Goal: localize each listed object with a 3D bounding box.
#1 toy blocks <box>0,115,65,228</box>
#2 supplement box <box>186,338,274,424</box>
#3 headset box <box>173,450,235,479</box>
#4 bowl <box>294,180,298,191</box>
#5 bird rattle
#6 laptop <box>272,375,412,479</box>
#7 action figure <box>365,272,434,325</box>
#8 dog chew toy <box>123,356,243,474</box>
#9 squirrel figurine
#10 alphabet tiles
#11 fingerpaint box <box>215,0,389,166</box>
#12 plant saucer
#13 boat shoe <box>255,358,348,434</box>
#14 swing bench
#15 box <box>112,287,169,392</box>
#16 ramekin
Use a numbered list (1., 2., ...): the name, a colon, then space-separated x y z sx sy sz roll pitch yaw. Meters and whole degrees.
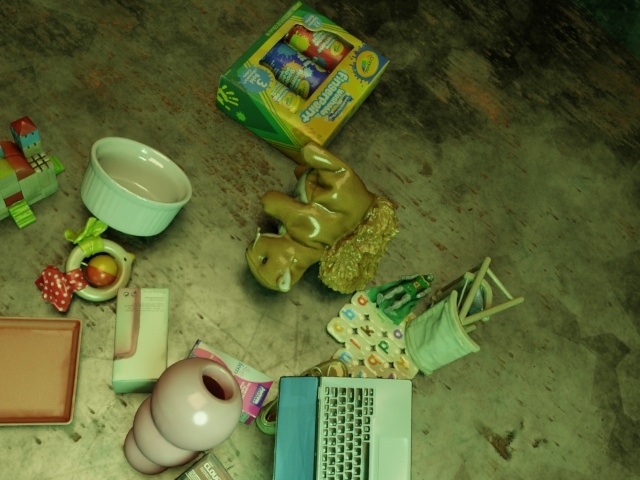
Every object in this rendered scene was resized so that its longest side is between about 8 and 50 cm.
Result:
1. toy blocks: -0.823 -0.154 1.575 0.381 0.261 0.190 -36 79 -27
2. supplement box: -0.244 0.358 1.589 0.220 0.114 0.111 28 60 -4
3. headset box: -0.313 0.593 1.396 0.293 0.218 0.110 -36 81 -28
4. bowl: 0.011 -0.161 1.927 0.170 0.080 0.170 6 64 -13
5. bird rattle: -0.591 0.072 1.619 0.207 0.143 0.253 26 63 -22
6. laptop: 0.068 0.518 1.489 0.408 0.236 0.381 5 79 -14
7. action figure: 0.257 0.147 1.852 0.232 0.063 0.137 -24 68 -40
8. dog chew toy: -0.329 0.415 1.438 0.207 0.332 0.206 37 25 -20
9. squirrel figurine: 0.000 0.000 1.723 0.397 0.281 0.370 32 79 -9
10. alphabet tiles: 0.164 0.287 1.793 0.278 0.021 0.284 42 62 5
11. fingerpaint box: -0.052 -0.507 2.024 0.371 0.163 0.444 36 61 2
12. plant saucer: -0.715 0.312 1.508 0.259 0.047 0.258 4 64 -16
13. boat shoe: -0.036 0.401 1.637 0.285 0.089 0.104 -34 77 -24
14. swing bench: 0.374 0.212 1.741 0.255 0.253 0.165 -35 82 -34
15. box: -0.442 0.248 1.561 0.127 0.148 0.232 2 65 -14
16. ramekin: -0.494 -0.137 1.674 0.277 0.135 0.277 29 26 -16
